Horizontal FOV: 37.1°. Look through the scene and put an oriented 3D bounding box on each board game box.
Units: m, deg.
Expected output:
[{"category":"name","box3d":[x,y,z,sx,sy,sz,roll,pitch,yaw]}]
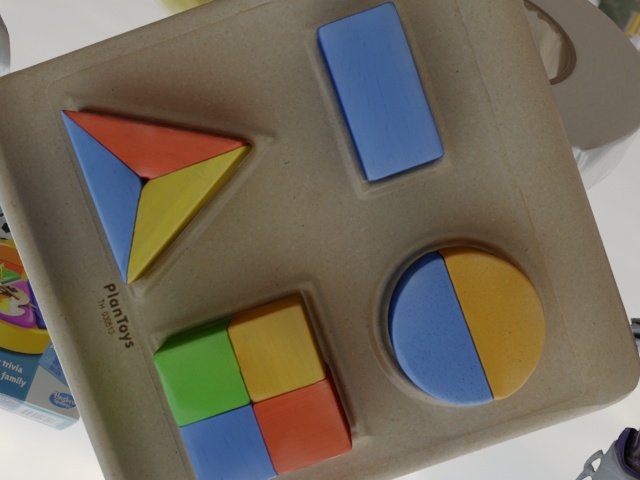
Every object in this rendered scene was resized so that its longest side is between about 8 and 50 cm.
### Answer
[{"category":"board game box","box3d":[-0.383,0.039,1.223,0.254,0.079,0.336,26,-121,-23]}]

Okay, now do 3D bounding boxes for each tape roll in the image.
[{"category":"tape roll","box3d":[0.162,-0.200,1.019,0.392,0.072,0.392,11,-137,-10]}]

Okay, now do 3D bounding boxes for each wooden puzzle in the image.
[{"category":"wooden puzzle","box3d":[0.000,0.000,0.578,0.348,0.322,0.080,-20,-176,-2]}]

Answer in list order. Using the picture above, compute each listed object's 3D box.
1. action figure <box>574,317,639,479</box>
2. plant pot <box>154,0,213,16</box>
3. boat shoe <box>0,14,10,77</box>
[{"category":"action figure","box3d":[0.332,0.136,0.863,0.185,0.285,0.099,18,-172,-24]},{"category":"plant pot","box3d":[-0.180,-0.374,1.295,0.134,0.134,0.095,26,177,7]},{"category":"boat shoe","box3d":[-0.359,-0.224,1.007,0.040,0.049,0.142,-6,-125,-30]}]
